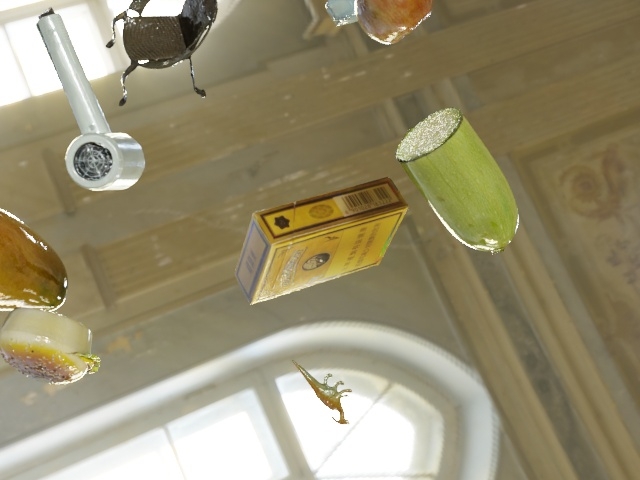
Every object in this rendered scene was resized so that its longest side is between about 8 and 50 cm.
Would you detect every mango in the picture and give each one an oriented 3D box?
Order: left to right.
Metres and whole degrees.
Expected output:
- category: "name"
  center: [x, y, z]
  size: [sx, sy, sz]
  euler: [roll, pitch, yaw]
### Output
- category: "mango"
  center: [-0.502, 0.030, 1.438]
  size: [0.175, 0.139, 0.254]
  euler: [60, 10, 21]

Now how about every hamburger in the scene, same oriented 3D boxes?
- category: "hamburger"
  center: [-0.363, 0.146, 1.233]
  size: [0.126, 0.081, 0.141]
  euler: [-4, -26, 32]

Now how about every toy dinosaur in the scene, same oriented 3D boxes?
- category: "toy dinosaur"
  center: [0.009, 0.189, 1.187]
  size: [0.113, 0.041, 0.026]
  euler: [55, -23, -9]

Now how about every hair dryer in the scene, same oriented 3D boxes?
- category: "hair dryer"
  center: [-0.290, -0.175, 1.126]
  size: [0.131, 0.073, 0.236]
  euler: [-78, 149, -86]

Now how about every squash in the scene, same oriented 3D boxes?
- category: "squash"
  center: [0.241, -0.084, 1.519]
  size: [0.247, 0.132, 0.132]
  euler: [52, -13, -22]

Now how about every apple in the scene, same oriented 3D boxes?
- category: "apple"
  center: [0.113, -0.357, 1.369]
  size: [0.102, 0.126, 0.126]
  euler: [46, -20, -4]

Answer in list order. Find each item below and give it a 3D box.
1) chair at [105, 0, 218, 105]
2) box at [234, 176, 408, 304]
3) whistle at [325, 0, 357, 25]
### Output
- category: "chair"
  center: [-0.244, -0.324, 1.460]
  size: [0.213, 0.149, 0.174]
  euler: [124, -44, -57]
- category: "box"
  center: [0.000, 0.000, 1.748]
  size: [0.084, 0.301, 0.193]
  euler: [58, -32, 27]
- category: "whistle"
  center: [0.130, -0.481, 1.740]
  size: [0.180, 0.269, 0.093]
  euler: [60, -10, 8]
